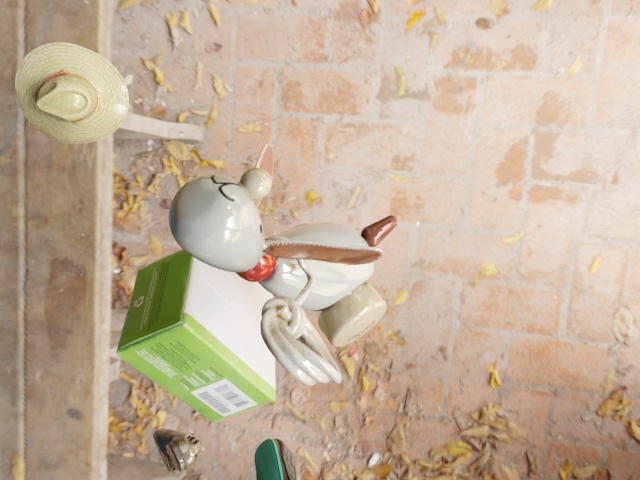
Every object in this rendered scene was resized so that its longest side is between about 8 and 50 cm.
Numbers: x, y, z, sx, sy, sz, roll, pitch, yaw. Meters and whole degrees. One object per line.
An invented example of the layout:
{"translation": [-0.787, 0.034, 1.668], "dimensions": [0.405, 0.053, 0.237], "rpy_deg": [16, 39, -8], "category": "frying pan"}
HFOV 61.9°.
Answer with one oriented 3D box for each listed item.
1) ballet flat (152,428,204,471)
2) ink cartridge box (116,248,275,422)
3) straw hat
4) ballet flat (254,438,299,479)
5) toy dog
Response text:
{"translation": [-0.273, 0.395, 1.022], "dimensions": [0.084, 0.058, 0.250], "rpy_deg": [63, 149, 5], "category": "ballet flat"}
{"translation": [-0.146, 0.076, 0.710], "dimensions": [0.096, 0.255, 0.189], "rpy_deg": [-24, 130, 15], "category": "ink cartridge box"}
{"translation": [-0.329, -0.184, 0.693], "dimensions": [0.144, 0.061, 0.145], "rpy_deg": [-4, 117, -8], "category": "straw hat"}
{"translation": [-0.060, 0.470, 0.933], "dimensions": [0.095, 0.280, 0.096], "rpy_deg": [-38, 114, 13], "category": "ballet flat"}
{"translation": [0.000, 0.000, 0.564], "dimensions": [0.161, 0.333, 0.220], "rpy_deg": [-45, 83, 3], "category": "toy dog"}
